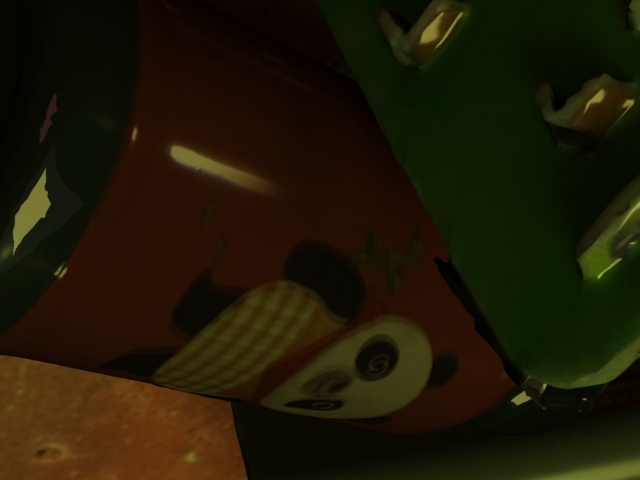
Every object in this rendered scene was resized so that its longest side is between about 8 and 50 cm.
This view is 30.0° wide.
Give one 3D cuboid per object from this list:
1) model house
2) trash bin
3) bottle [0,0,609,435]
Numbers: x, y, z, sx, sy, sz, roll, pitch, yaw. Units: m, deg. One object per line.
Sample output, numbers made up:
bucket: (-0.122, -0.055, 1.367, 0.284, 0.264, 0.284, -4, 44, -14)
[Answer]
model house: (0.221, -0.120, 0.446, 0.323, 0.300, 0.340, 22, 120, -38)
trash bin: (0.129, 0.147, 0.723, 0.343, 0.158, 0.223, -11, 132, -7)
bottle: (0.000, 0.000, 0.485, 0.336, 0.144, 0.144, 18, 122, -40)
